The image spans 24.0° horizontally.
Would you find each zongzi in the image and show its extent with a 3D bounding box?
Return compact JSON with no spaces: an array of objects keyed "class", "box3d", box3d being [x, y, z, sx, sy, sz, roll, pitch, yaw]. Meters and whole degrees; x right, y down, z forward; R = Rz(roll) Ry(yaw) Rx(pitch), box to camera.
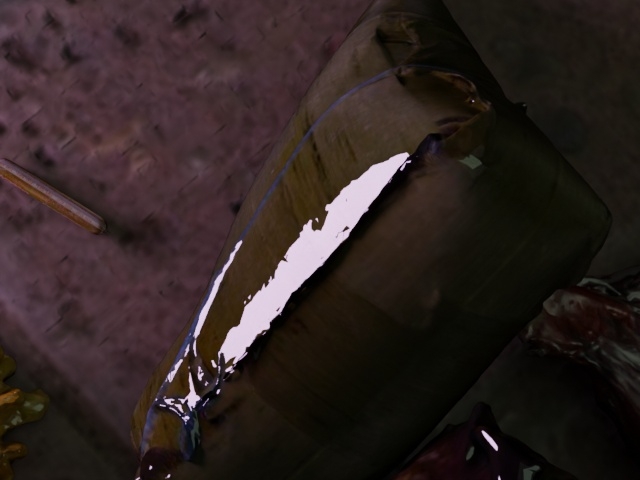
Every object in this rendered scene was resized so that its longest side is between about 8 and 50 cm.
[{"class":"zongzi","box3d":[0.000,0.000,1.061,0.174,0.393,0.356,33,109,-27]}]

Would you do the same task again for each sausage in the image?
[{"class":"sausage","box3d":[-0.194,-0.032,1.082,0.100,0.015,0.015,32,73,-2]}]

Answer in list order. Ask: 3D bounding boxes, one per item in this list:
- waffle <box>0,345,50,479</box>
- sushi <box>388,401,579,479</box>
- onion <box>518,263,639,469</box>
[{"class":"waffle","box3d":[-0.316,0.137,1.001,0.232,0.051,0.228,29,74,-1]},{"class":"sushi","box3d":[0.090,0.285,0.908,0.281,0.299,0.294,40,69,16]},{"class":"onion","box3d":[0.304,0.112,1.071,0.349,0.159,0.267,19,63,14]}]
